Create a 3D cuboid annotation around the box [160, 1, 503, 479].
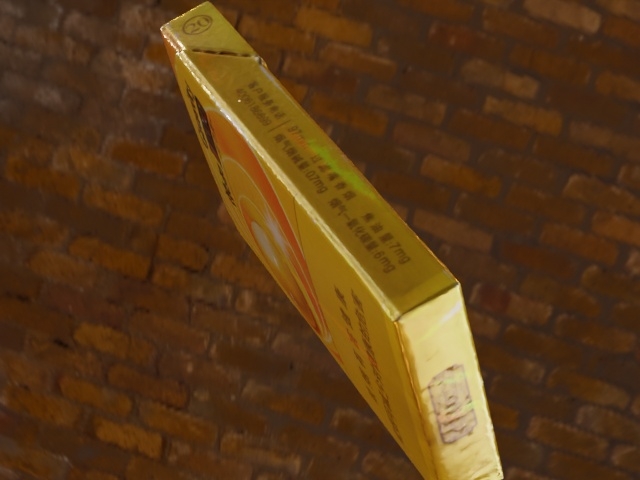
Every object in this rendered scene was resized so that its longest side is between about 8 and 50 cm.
[{"bbox_3d":[0.000,0.000,0.712,0.043,0.152,0.269,-28,-135,-12],"label":"box"}]
